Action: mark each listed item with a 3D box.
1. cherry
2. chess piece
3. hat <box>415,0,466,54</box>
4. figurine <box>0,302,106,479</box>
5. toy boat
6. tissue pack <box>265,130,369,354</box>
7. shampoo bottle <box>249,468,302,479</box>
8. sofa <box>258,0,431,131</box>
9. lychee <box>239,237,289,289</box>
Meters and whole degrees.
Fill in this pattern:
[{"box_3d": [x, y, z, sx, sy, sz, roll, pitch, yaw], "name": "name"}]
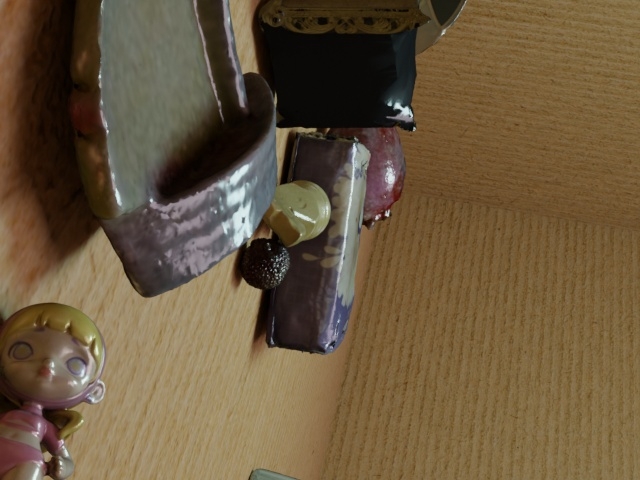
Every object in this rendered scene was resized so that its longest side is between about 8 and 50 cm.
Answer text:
[{"box_3d": [0.081, -0.149, 1.647, 0.192, 0.175, 0.249, -28, 127, -61], "name": "cherry"}, {"box_3d": [-0.044, -0.037, 1.196, 0.200, 0.090, 0.090, -23, 123, -79], "name": "chess piece"}, {"box_3d": [0.113, -0.403, 1.387, 0.161, 0.232, 0.275, 105, -16, -60], "name": "hat"}, {"box_3d": [-0.166, 0.106, 0.463, 0.083, 0.083, 0.187, 93, 4, -47], "name": "figurine"}, {"box_3d": [-0.104, -0.110, 0.579, 0.293, 0.111, 0.276, 75, 22, -44], "name": "toy boat"}, {"box_3d": [0.000, 0.000, 1.420, 0.242, 0.126, 0.343, -8, 105, -82], "name": "tissue pack"}, {"box_3d": [-0.081, 0.560, 1.558, 0.071, 0.153, 0.284, -65, 170, -74], "name": "shampoo bottle"}, {"box_3d": [0.032, -0.270, 1.090, 0.258, 0.200, 0.181, 84, 6, -64], "name": "sofa"}, {"box_3d": [-0.074, 0.030, 1.125, 0.067, 0.068, 0.083, -28, 153, -21], "name": "lychee"}]
